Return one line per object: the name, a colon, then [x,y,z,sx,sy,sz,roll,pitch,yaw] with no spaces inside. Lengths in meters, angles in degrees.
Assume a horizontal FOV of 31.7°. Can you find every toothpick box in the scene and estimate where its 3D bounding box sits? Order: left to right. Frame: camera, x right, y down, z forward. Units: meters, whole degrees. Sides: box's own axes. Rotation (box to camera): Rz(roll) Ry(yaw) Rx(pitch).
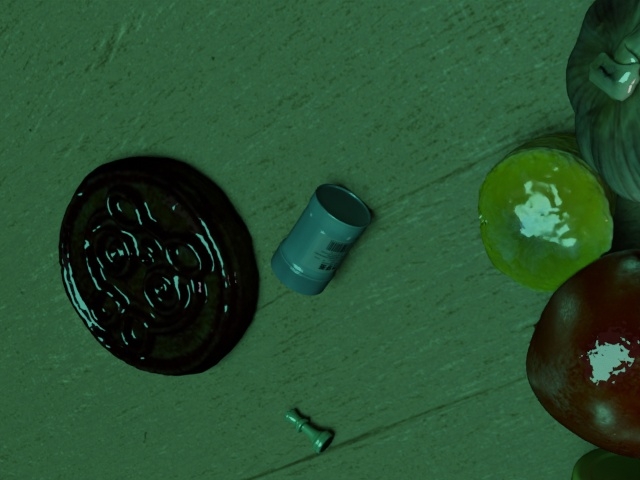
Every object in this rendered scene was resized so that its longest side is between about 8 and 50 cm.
toothpick box: [0.000,0.000,1.769,0.101,0.101,0.153,42,122,12]

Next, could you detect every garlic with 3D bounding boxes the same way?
garlic: [0.428,-0.194,1.359,0.241,0.322,0.322,27,123,-14]

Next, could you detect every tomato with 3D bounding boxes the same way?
tomato: [0.439,0.175,1.465,0.339,0.143,0.338,1,121,2]

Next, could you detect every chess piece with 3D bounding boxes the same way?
chess piece: [-0.025,0.323,1.935,0.093,0.042,0.042,37,122,21]

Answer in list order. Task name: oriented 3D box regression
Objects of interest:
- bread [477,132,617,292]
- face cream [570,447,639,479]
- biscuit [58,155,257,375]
bread: [0.312,-0.043,1.528,0.197,0.170,0.197,13,119,24]
face cream: [0.446,0.420,1.580,0.218,0.218,0.179,17,114,25]
biscuit: [-0.299,0.051,1.972,0.407,0.091,0.407,11,113,27]
